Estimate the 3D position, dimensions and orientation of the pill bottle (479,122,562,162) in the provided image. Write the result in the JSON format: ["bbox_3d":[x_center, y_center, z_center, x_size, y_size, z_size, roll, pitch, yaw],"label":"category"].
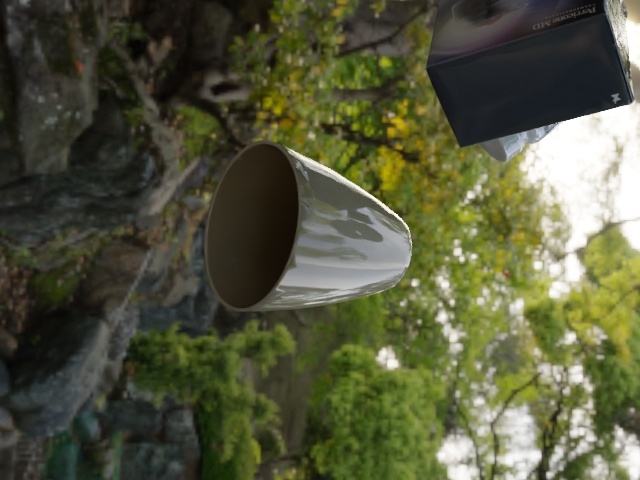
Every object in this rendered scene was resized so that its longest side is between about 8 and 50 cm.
[{"bbox_3d":[0.432,-0.296,1.882,0.161,0.283,0.161,51,-5,6],"label":"pill bottle"}]

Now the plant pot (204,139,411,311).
[{"bbox_3d":[0.000,0.000,1.477,0.256,0.274,0.257,-19,-114,49],"label":"plant pot"}]

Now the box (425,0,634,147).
[{"bbox_3d":[0.355,-0.340,1.593,0.183,0.296,0.294,59,30,-34],"label":"box"}]
